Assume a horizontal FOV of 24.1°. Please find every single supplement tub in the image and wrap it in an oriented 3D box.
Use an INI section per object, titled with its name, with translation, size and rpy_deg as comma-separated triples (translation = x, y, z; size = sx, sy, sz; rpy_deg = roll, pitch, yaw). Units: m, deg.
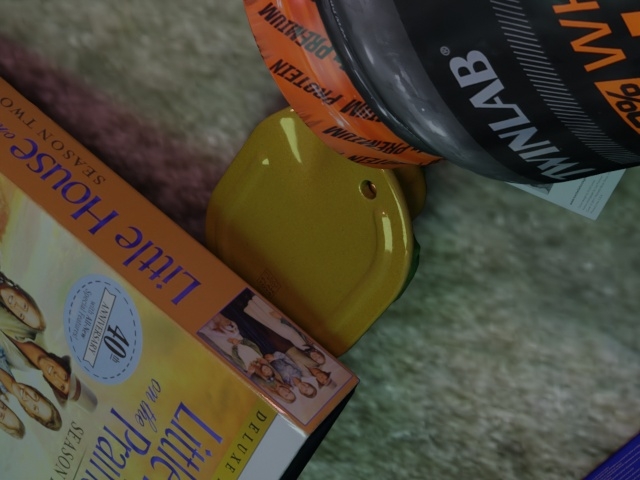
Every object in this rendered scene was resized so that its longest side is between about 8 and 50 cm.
[supplement tub]
translation = 0.144, -0.139, 0.563
size = 0.338, 0.207, 0.207
rpy_deg = -13, 123, 38

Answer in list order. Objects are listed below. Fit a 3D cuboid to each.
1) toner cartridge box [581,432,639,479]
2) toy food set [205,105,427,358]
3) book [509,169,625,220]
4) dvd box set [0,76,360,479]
[toner cartridge box]
translation = 0.229, 0.153, 0.835
size = 0.075, 0.165, 0.348
rpy_deg = 32, 139, -3
[toy food set]
translation = 0.000, 0.000, 0.894
size = 0.128, 0.071, 0.218
rpy_deg = 52, 137, 11
[book]
translation = 0.099, -0.078, 0.781
size = 0.144, 0.035, 0.096
rpy_deg = 26, 135, 3
[dvd box set]
translation = -0.197, 0.050, 0.977
size = 0.420, 0.062, 0.308
rpy_deg = 40, 140, 9
